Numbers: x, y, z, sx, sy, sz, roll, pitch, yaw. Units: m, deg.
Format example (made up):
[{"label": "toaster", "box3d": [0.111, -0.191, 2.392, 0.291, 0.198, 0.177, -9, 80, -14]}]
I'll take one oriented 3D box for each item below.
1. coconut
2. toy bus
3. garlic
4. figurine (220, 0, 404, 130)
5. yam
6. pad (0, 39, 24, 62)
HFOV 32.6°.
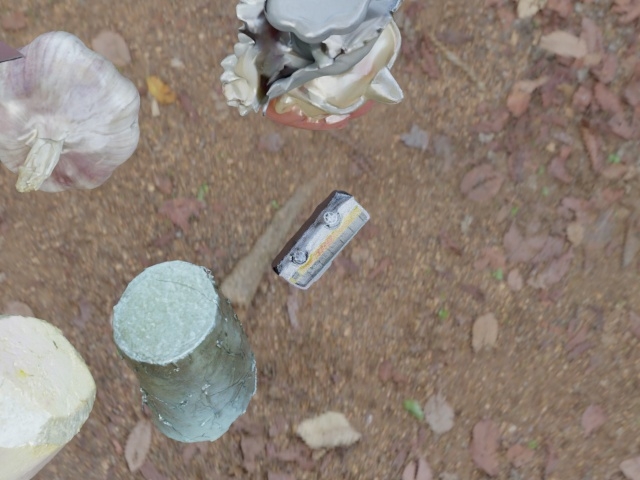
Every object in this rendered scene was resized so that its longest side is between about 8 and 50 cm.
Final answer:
[{"label": "coconut", "box3d": [-0.241, 0.124, 0.814, 0.122, 0.116, 0.116, -44, 70, 29]}, {"label": "toy bus", "box3d": [0.000, 0.000, 1.741, 0.072, 0.057, 0.172, 41, 88, -21]}, {"label": "garlic", "box3d": [-0.399, -0.157, 1.616, 0.245, 0.245, 0.253, 9, 35, 2]}, {"label": "figurine", "box3d": [0.006, -0.171, 0.980, 0.166, 0.387, 0.207, 34, 84, 5]}, {"label": "yam", "box3d": [-0.245, 0.199, 1.971, 0.240, 0.348, 0.241, -3, 60, 5]}, {"label": "pad", "box3d": [-0.474, -0.205, 1.095, 0.202, 0.005, 0.299, 34, 33, 19]}]
